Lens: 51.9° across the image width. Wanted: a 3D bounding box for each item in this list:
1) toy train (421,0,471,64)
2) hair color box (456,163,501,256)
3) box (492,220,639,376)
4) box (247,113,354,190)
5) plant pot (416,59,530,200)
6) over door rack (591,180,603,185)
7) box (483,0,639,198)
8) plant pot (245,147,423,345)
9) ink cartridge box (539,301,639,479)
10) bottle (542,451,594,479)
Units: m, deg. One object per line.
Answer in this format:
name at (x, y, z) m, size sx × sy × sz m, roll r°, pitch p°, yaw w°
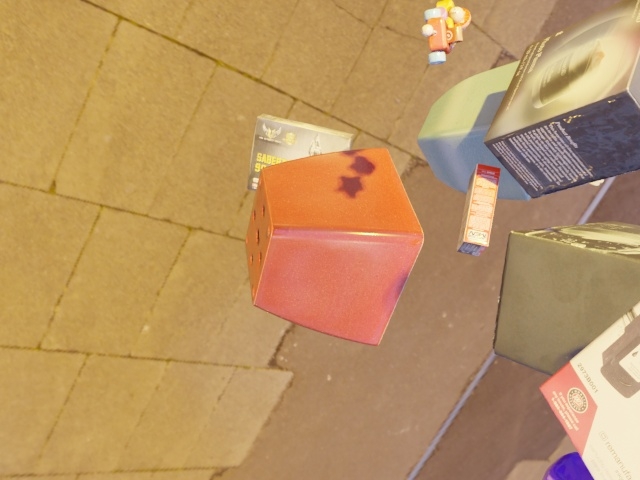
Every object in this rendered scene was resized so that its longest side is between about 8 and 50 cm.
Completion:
toy train at (0.143, -0.278, 0.743) m, size 0.125 × 0.046 × 0.166 m, roll -4°, pitch 89°, yaw -70°
hair color box at (0.324, -0.061, 1.346) m, size 0.093 × 0.053 × 0.167 m, roll 80°, pitch 24°, yaw -76°
box at (0.712, 0.147, 1.397) m, size 0.472 × 0.480 × 0.297 m, roll -7°, pitch 106°, yaw -40°
box at (-0.049, -0.187, 1.570) m, size 0.056 × 0.231 × 0.183 m, roll -57°, pitch 161°, yaw -66°
plant pot at (0.394, -0.262, 1.646) m, size 0.248 × 0.252 × 0.247 m, roll 53°, pitch 52°, yaw -37°
over door rack at (0.710, -0.337, 1.798) m, size 0.108 × 0.324 × 0.239 m, roll -6°, pitch 132°, yaw -34°
box at (0.504, -0.268, 1.210) m, size 0.183 × 0.294 × 0.296 m, roll 42°, pitch 59°, yaw -23°
plant pot at (0.000, 0.000, 1.167) m, size 0.236 × 0.267 × 0.267 m, roll 5°, pitch 129°, yaw -16°
ink cartridge box at (0.366, 0.152, 0.655) m, size 0.100 × 0.172 × 0.237 m, roll 7°, pitch 133°, yaw -33°
bottle at (0.328, 0.402, 0.795) m, size 0.092 × 0.118 × 0.283 m, roll -20°, pitch 112°, yaw -36°
